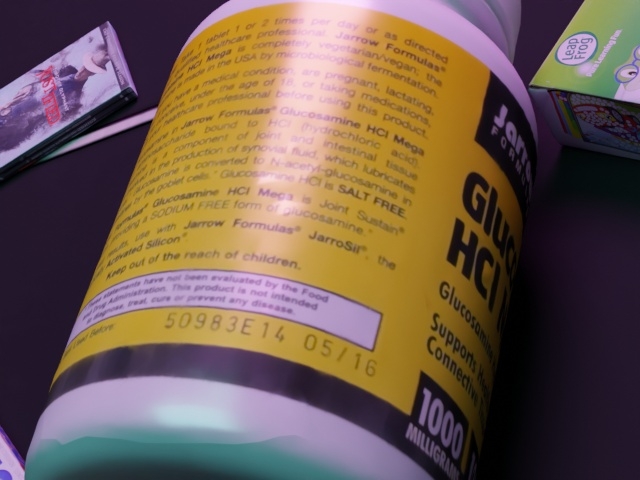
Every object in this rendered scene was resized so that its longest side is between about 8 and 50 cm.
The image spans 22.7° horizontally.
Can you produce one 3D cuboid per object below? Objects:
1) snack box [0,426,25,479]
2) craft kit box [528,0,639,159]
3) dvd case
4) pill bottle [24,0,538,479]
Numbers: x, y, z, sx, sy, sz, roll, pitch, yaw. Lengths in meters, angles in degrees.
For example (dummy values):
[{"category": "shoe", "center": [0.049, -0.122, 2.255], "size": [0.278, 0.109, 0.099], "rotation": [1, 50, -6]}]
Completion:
[{"category": "snack box", "center": [-0.205, 0.126, 0.900], "size": [0.064, 0.022, 0.178], "rotation": [-41, 41, -7]}, {"category": "craft kit box", "center": [0.268, -0.135, 0.797], "size": [0.246, 0.061, 0.250], "rotation": [18, 64, 40]}, {"category": "dvd case", "center": [-0.185, -0.094, 1.094], "size": [0.119, 0.013, 0.087], "rotation": [-30, 42, 6]}, {"category": "pill bottle", "center": [0.000, 0.000, 0.752], "size": [0.187, 0.188, 0.334], "rotation": [-7, 50, 29]}]
